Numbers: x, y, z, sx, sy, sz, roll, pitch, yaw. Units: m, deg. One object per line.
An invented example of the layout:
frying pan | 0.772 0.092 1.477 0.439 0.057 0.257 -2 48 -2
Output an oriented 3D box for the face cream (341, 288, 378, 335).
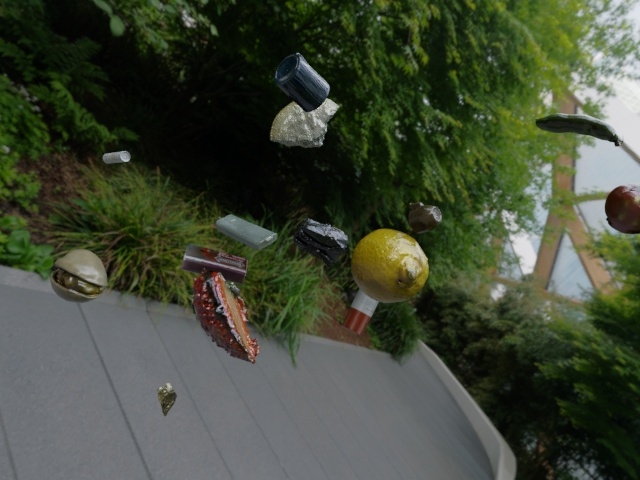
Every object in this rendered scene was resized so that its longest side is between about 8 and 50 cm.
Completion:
face cream | 0.173 0.272 1.670 0.095 0.214 0.096 27 -11 5

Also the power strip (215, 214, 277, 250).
power strip | -0.201 -0.026 1.064 0.252 0.060 0.027 22 -46 45

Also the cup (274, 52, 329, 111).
cup | -0.066 -0.492 1.263 0.138 0.113 0.150 30 23 -45

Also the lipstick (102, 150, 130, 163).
lipstick | -0.766 -0.310 1.538 0.141 0.040 0.040 4 -27 38

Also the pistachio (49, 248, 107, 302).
pistachio | -0.499 0.078 0.855 0.149 0.113 0.113 30 -10 45

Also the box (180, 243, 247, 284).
box | -0.379 0.085 1.482 0.223 0.069 0.120 17 22 -13

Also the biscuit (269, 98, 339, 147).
biscuit | -0.052 -0.402 1.409 0.188 0.265 0.040 57 -5 12

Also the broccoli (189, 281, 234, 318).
broccoli | -0.473 0.301 1.903 0.181 0.242 0.273 61 1 -37

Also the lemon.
lemon | 0.174 0.066 1.045 0.188 0.188 0.256 46 -12 -16

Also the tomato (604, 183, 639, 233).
tomato | 0.514 -0.049 0.670 0.087 0.087 0.075 -129 -144 -49

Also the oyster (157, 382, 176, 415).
oyster | -0.413 0.431 1.114 0.034 0.051 0.093 15 -56 30

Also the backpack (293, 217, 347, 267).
backpack | 0.000 -0.003 1.307 0.165 0.120 0.106 34 43 -6

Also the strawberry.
strawberry | -0.297 0.239 1.207 0.234 0.137 0.307 62 0 -45

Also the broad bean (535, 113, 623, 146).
broad bean | 0.727 -0.324 1.161 0.046 0.065 0.254 10 18 -39

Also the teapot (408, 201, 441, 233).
teapot | 0.275 -0.064 1.053 0.110 0.080 0.085 -6 80 -43
